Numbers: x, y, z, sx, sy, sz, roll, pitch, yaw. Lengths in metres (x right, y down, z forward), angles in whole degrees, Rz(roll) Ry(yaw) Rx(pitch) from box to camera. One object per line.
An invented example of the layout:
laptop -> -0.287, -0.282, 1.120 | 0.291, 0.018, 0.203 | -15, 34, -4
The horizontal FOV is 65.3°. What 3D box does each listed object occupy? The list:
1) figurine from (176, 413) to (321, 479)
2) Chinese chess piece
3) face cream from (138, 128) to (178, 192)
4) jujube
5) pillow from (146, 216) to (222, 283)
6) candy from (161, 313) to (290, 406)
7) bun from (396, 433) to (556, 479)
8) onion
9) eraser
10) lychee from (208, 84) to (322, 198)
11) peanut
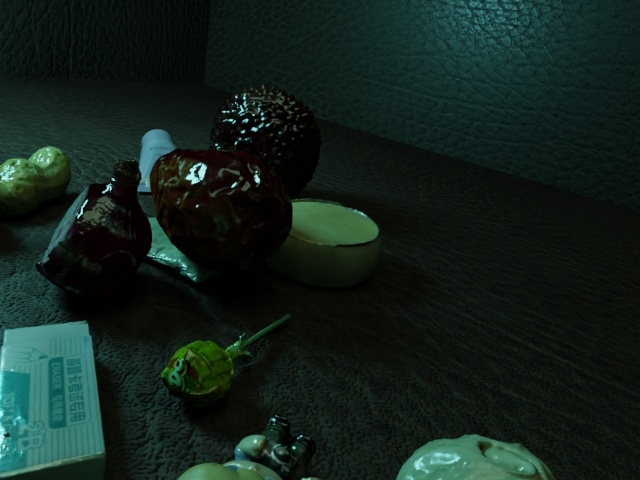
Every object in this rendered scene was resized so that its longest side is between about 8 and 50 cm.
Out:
figurine -> -0.056, 0.225, 0.443 | 0.114, 0.108, 0.196 | 41, 22, 11
Chinese chess piece -> 0.000, 0.000, 1.015 | 0.250, 0.103, 0.249 | 9, 23, -4
face cream -> -0.423, -0.198, 1.336 | 0.154, 0.096, 0.274 | 3, 36, -28
jujube -> -0.194, -0.074, 0.881 | 0.216, 0.216, 0.342 | -4, 23, -33
pillow -> -0.263, 0.013, 0.928 | 0.230, 0.050, 0.148 | 24, 30, 21
candy -> -0.106, 0.146, 0.676 | 0.077, 0.073, 0.262 | 38, 22, 15
bun -> 0.167, 0.252, 0.477 | 0.183, 0.102, 0.183 | 9, 25, -4
onion -> -0.321, -0.021, 0.766 | 0.140, 0.218, 0.195 | 33, 8, -20
eraser -> -0.287, 0.169, 0.525 | 0.096, 0.052, 0.225 | -3, 25, -28
lychee -> -0.135, -0.236, 1.272 | 0.306, 0.306, 0.330 | 20, 20, 20
peanut -> -0.592, -0.123, 1.028 | 0.098, 0.103, 0.229 | 23, 23, -5
